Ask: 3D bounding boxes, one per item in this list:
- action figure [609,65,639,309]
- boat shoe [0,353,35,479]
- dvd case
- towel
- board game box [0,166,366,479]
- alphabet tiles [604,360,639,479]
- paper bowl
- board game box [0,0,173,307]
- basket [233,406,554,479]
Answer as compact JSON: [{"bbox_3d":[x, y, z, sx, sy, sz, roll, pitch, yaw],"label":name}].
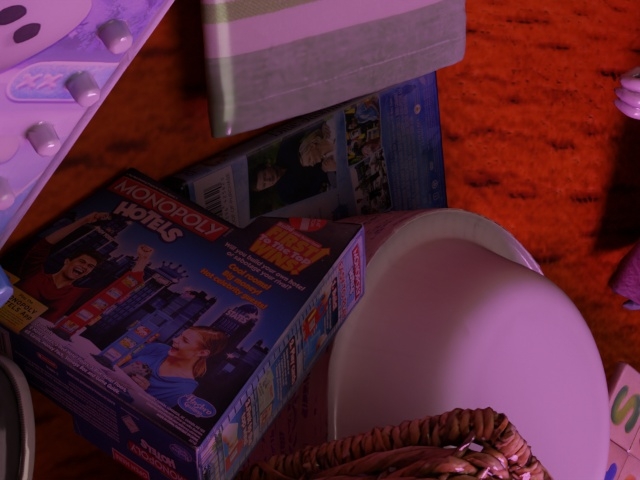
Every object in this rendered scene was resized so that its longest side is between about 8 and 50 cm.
[{"bbox_3d":[0.365,-0.077,1.388,0.248,0.275,0.370,-56,166,-44],"label":"action figure"},{"bbox_3d":[-0.223,0.171,0.974,0.068,0.081,0.228,13,94,-53],"label":"boat shoe"},{"bbox_3d":[0.000,0.000,1.211,0.253,0.022,0.180,-28,122,-40],"label":"dvd case"},{"bbox_3d":[0.006,-0.250,1.122,0.248,0.038,0.325,-21,115,-42],"label":"towel"},{"bbox_3d":[-0.073,0.040,1.023,0.194,0.194,0.060,-37,143,-34],"label":"board game box"},{"bbox_3d":[0.235,0.264,1.404,0.342,0.011,0.285,35,77,-47],"label":"alphabet tiles"},{"bbox_3d":[0.084,0.120,1.162,0.284,0.148,0.284,6,82,-49],"label":"paper bowl"},{"bbox_3d":[-0.230,-0.058,0.744,0.390,0.050,0.390,-4,144,-47],"label":"board game box"},{"bbox_3d":[0.033,0.253,1.041,0.223,0.213,0.299,-52,127,-27],"label":"basket"}]
